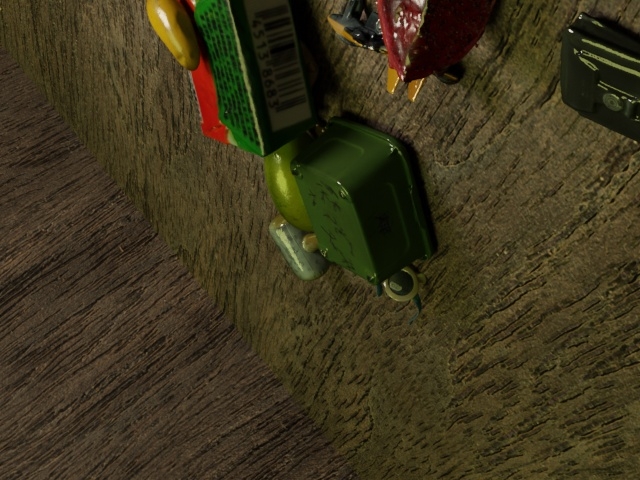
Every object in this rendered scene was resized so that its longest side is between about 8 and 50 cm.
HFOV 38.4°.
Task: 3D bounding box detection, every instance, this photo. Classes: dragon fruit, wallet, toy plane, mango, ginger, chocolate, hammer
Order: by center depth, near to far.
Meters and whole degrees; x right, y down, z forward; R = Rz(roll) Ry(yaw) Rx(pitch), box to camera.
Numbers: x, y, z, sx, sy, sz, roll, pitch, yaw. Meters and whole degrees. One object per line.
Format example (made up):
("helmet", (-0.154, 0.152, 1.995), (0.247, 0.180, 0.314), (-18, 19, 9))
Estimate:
("wallet", (0.440, -0.202, 1.280), (0.245, 0.052, 0.169), (37, 155, 30))
("dragon fruit", (0.172, -0.407, 1.429), (0.211, 0.134, 0.262), (54, 141, 36))
("toy plane", (0.100, -0.365, 1.635), (0.103, 0.204, 0.316), (-60, 41, 22))
("mango", (-0.304, -0.441, 1.902), (0.098, 0.075, 0.190), (105, 139, -79))
("chocolate", (-0.168, -0.386, 1.945), (0.341, 0.161, 0.360), (26, 132, 59))
("ginger", (-0.046, -0.333, 2.012), (0.149, 0.065, 0.259), (33, 151, 46))
("mango", (-0.046, -0.132, 2.108), (0.149, 0.185, 0.273), (-10, 141, 22))
("hammer", (0.000, 0.000, 2.352), (0.305, 0.113, 0.202), (-12, 115, 56))

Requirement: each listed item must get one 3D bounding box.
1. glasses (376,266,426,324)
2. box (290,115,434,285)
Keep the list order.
("glasses", (0.160, 0.124, 2.206), (0.189, 0.088, 0.221), (40, 153, 30))
("box", (0.081, -0.078, 1.967), (0.252, 0.177, 0.329), (30, 147, 47))
